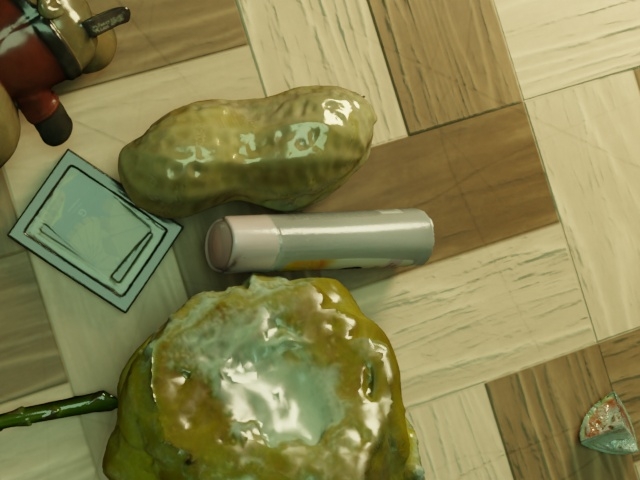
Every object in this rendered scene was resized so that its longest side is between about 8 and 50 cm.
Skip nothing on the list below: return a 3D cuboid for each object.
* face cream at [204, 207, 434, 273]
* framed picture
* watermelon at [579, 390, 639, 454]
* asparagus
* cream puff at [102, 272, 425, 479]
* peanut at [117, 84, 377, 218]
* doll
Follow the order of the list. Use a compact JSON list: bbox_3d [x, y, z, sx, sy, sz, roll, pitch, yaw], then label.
[{"bbox_3d":[0.000,0.000,1.492,0.269,0.107,0.073,-2,81,-25],"label":"face cream"},{"bbox_3d":[-0.269,-0.011,1.486,0.168,0.023,0.128,35,80,-9],"label":"framed picture"},{"bbox_3d":[0.386,0.246,1.605,0.085,0.061,0.085,1,81,-6],"label":"watermelon"},{"bbox_3d":[-0.335,0.204,1.442,0.236,0.034,0.027,-9,87,-24],"label":"asparagus"},{"bbox_3d":[-0.065,0.240,1.416,0.378,0.275,0.378,6,56,-9],"label":"cream puff"},{"bbox_3d":[-0.085,-0.105,1.478,0.313,0.149,0.149,-6,88,-14],"label":"peanut"},{"bbox_3d":[-0.379,-0.191,1.395,0.330,0.174,0.235,-41,102,-14],"label":"doll"}]
